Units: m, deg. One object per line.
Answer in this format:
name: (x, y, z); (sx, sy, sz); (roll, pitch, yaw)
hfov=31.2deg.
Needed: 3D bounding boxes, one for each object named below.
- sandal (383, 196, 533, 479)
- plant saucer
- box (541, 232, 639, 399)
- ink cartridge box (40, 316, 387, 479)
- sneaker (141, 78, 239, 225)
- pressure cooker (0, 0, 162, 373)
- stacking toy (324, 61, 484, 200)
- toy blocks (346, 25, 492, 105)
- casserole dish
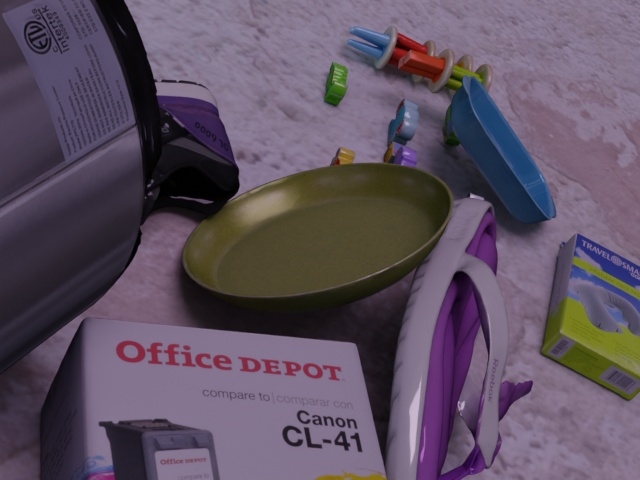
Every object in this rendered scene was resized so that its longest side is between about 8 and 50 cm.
sandal: (0.127, 0.096, 0.961); (0.102, 0.169, 0.416); (2, 39, 15)
plant saucer: (0.000, 0.000, 1.001); (0.241, 0.037, 0.241); (-12, 27, 6)
box: (0.295, 0.070, 1.192); (0.109, 0.042, 0.178); (28, 43, -5)
ink cartridge box: (-0.066, 0.217, 0.775); (0.226, 0.131, 0.306); (8, 49, -24)
sneaker: (-0.195, -0.074, 0.989); (0.283, 0.107, 0.124); (-4, 56, -34)
pressure cooker: (-0.345, -0.031, 0.657); (0.370, 0.375, 0.420); (40, 41, 6)
stacking toy: (0.088, -0.102, 1.221); (0.167, 0.052, 0.221); (19, 43, -15)
toy blocks: (0.108, -0.205, 1.301); (0.148, 0.054, 0.123); (18, 14, -16)
casserole dish: (0.192, -0.093, 1.236); (0.188, 0.037, 0.114); (52, 23, -20)
